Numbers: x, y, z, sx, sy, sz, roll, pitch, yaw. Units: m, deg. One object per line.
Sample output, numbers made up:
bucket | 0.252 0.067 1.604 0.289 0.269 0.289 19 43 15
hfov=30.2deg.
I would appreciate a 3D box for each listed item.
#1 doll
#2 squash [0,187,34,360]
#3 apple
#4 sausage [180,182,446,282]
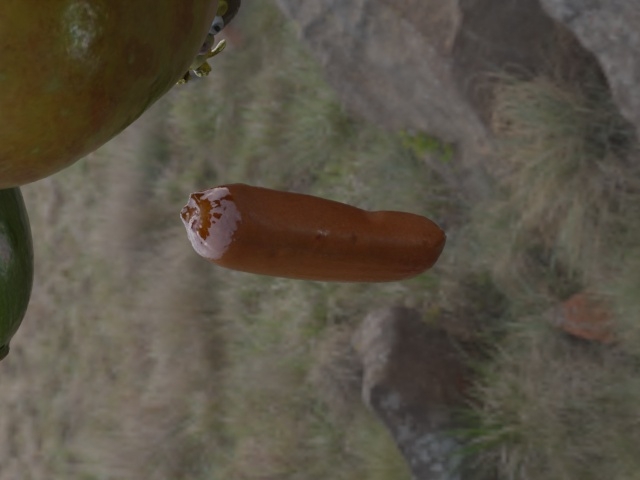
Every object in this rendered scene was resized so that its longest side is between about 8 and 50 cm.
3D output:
doll | -0.162 -0.289 1.573 0.096 0.145 0.188 56 179 31
squash | -0.429 -0.011 1.262 0.309 0.310 0.310 61 173 -27
apple | -0.274 -0.226 0.883 0.400 0.400 0.334 -119 13 -55
sausage | 0.000 0.000 1.406 0.097 0.348 0.094 -43 45 49
